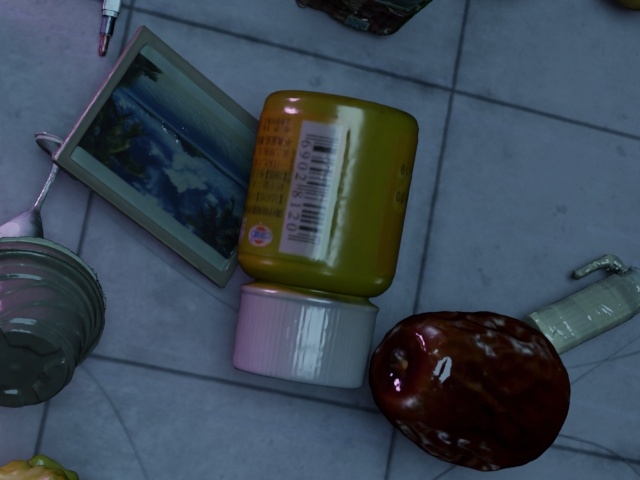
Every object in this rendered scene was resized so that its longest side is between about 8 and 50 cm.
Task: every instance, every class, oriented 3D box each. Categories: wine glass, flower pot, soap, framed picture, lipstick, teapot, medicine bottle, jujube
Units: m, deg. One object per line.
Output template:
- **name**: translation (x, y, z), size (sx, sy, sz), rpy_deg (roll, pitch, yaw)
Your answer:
- **wine glass**: translation (-0.382, -0.047, 1.833), size (0.122, 0.122, 0.183), rpy_deg (27, 72, -11)
- **flower pot**: translation (-0.391, 0.122, 1.737), size (0.235, 0.140, 0.235), rpy_deg (-3, 126, -5)
- **soap**: translation (0.081, -0.376, 1.908), size (0.218, 0.273, 0.098), rpy_deg (23, 79, -11)
- **framed picture**: translation (-0.192, -0.112, 1.880), size (0.315, 0.024, 0.232), rpy_deg (39, 72, -29)
- **lipstick**: translation (-0.301, -0.314, 1.927), size (0.025, 0.025, 0.107), rpy_deg (11, 86, -14)
- **teapot**: translation (0.399, 0.096, 2.046), size (0.200, 0.077, 0.107), rpy_deg (-24, 71, -16)
- **medicine bottle**: translation (0.000, 0.000, 1.865), size (0.224, 0.224, 0.384), rpy_deg (10, 88, -14)
- **jujube**: translation (0.211, 0.203, 1.881), size (0.318, 0.223, 0.223), rpy_deg (21, 77, -42)

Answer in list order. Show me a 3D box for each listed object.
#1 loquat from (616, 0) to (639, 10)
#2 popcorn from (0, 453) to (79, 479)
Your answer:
- **loquat**: translation (0.504, -0.432, 2.099), size (0.163, 0.137, 0.163), rpy_deg (9, 65, -19)
- **popcorn**: translation (-0.403, 0.421, 1.699), size (0.312, 0.312, 0.312), rpy_deg (2, 83, -15)
